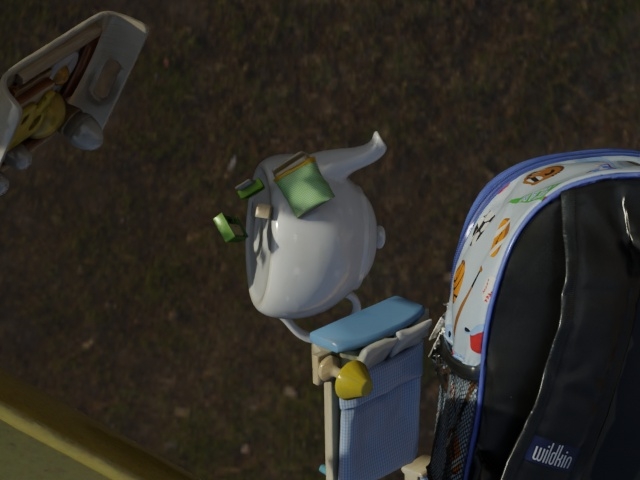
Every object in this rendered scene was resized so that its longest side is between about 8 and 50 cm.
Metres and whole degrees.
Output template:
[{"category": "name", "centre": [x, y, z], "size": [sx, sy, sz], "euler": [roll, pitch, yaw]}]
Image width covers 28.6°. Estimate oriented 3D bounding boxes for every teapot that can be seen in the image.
[{"category": "teapot", "centre": [0.000, 0.000, 1.799], "size": [0.187, 0.253, 0.256], "euler": [2, 163, -14]}]

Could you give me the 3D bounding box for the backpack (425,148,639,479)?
[{"category": "backpack", "centre": [0.200, 0.070, 0.849], "size": [0.276, 0.213, 0.263], "euler": [2, 108, -14]}]

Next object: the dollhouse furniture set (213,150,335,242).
[{"category": "dollhouse furniture set", "centre": [-0.065, -0.054, 1.653], "size": [0.151, 0.076, 0.058], "euler": [-31, 170, 11]}]

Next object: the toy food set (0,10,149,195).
[{"category": "toy food set", "centre": [-0.351, -0.157, 1.658], "size": [0.092, 0.306, 0.220], "euler": [36, 127, 2]}]

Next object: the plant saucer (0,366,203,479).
[{"category": "plant saucer", "centre": [-0.232, 0.169, 0.690], "size": [0.332, 0.081, 0.333], "euler": [-38, 124, 25]}]

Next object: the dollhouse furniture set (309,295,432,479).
[{"category": "dollhouse furniture set", "centre": [0.144, 0.223, 1.400], "size": [0.303, 0.198, 0.286], "euler": [-18, 117, -40]}]
